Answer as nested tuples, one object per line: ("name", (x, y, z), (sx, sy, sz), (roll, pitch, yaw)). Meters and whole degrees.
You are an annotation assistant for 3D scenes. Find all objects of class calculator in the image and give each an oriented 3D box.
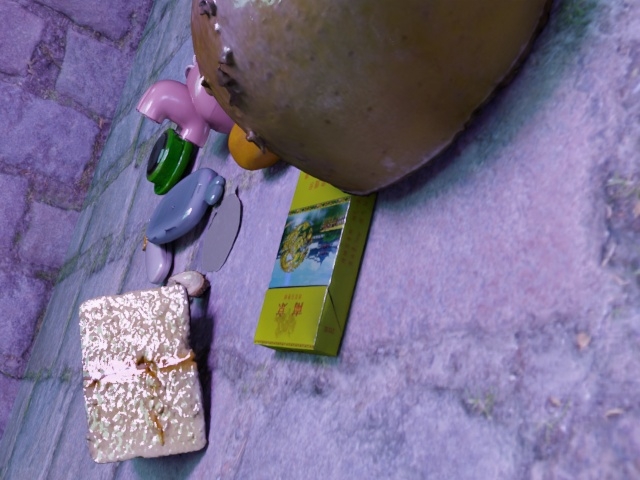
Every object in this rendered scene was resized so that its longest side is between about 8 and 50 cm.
("calculator", (-0.324, -0.083, 1.601), (0.299, 0.041, 0.185), (-21, 43, 44))

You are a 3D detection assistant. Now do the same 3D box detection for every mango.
("mango", (-0.089, -0.216, 1.253), (0.227, 0.109, 0.147), (-42, 12, 40))

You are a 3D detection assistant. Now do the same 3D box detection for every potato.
("potato", (0.023, -0.308, 0.835), (0.442, 0.319, 0.385), (-42, 45, 24))

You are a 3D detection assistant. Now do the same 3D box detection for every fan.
("fan", (-0.193, -0.080, 1.437), (0.182, 0.010, 0.310), (-8, 66, 59))

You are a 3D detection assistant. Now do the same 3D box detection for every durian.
("durian", (-0.265, 0.088, 1.386), (0.130, 0.066, 0.052), (27, 95, 53))

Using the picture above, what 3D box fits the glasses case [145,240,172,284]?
("glasses case", (-0.402, 0.033, 1.683), (0.076, 0.049, 0.197), (-54, 30, 21))

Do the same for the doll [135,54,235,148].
("doll", (-0.256, -0.351, 1.535), (0.268, 0.216, 0.284), (-60, 26, 1))

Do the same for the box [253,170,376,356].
("box", (0.000, 0.000, 0.999), (0.187, 0.047, 0.335), (-9, 63, 58))

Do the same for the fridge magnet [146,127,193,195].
("fridge magnet", (-0.409, -0.221, 1.840), (0.208, 0.088, 0.208), (-40, 38, 41))

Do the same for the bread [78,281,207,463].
("bread", (-0.347, 0.272, 1.354), (0.405, 0.242, 0.346), (100, 160, -70))

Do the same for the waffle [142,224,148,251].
("waffle", (-0.450, -0.031, 1.846), (0.135, 0.021, 0.092), (-35, 41, 46))
